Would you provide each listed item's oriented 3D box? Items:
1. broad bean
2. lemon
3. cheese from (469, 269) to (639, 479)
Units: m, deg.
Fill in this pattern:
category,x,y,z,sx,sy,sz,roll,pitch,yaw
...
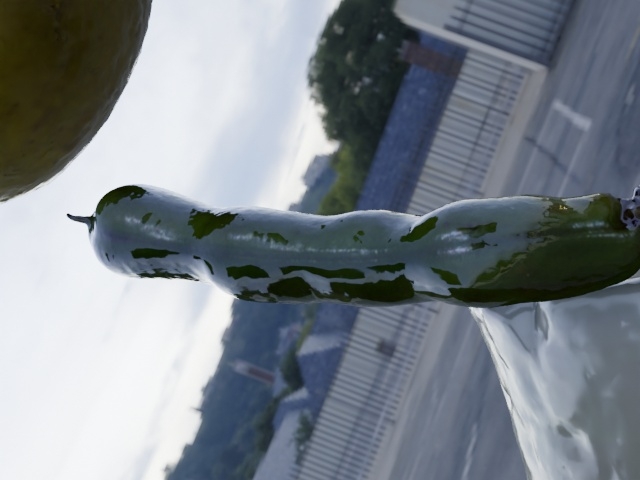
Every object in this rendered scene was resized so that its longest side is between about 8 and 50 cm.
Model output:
category,x,y,z,sx,sy,sz,roll,pitch,yaw
broad bean,-0.001,0.001,0.389,0.052,0.256,0.053,49,-129,-44
lemon,-0.225,-0.150,0.586,0.258,0.257,0.310,73,-161,-83
cheese,0.238,0.048,0.460,0.332,0.292,0.153,-21,-86,-58
